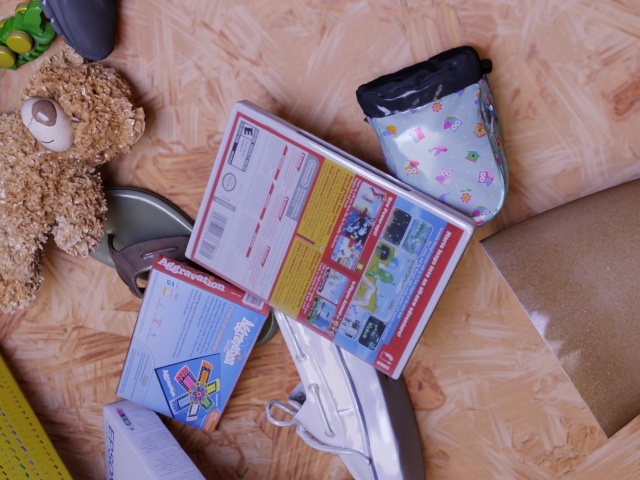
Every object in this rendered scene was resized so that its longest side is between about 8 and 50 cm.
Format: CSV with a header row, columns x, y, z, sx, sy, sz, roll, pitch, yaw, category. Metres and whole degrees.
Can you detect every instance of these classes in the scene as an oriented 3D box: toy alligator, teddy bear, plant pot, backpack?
x,y,z,sx,sy,sz,roll,pitch,yaw,category
-0.371,-0.228,1.029,0.189,0.056,0.051,-25,140,36,toy alligator
-0.350,-0.067,1.024,0.338,0.113,0.245,-34,63,33,teddy bear
0.333,0.035,0.868,0.254,0.237,0.237,-32,101,9,plant pot
0.128,-0.097,0.912,0.152,0.115,0.182,-17,109,17,backpack

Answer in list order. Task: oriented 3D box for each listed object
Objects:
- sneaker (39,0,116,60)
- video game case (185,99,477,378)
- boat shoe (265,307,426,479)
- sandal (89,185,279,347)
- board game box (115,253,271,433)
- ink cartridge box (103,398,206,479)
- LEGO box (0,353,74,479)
x,y,z,sx,sy,sz,roll,pitch,yaw,category
-0.240,-0.338,0.922,0.130,0.109,0.286,3,114,7,sneaker
0.000,0.000,0.924,0.285,0.025,0.204,29,118,13,video game case
0.013,0.194,1.047,0.156,0.136,0.367,-16,103,20,boat shoe
-0.184,0.035,1.060,0.302,0.086,0.120,31,115,1,sandal
-0.166,0.139,1.073,0.145,0.027,0.281,24,134,-2,board game box
-0.199,0.425,1.121,0.071,0.330,0.324,-9,115,-30,ink cartridge box
-0.537,0.381,1.158,0.372,0.193,0.500,-37,81,25,LEGO box
